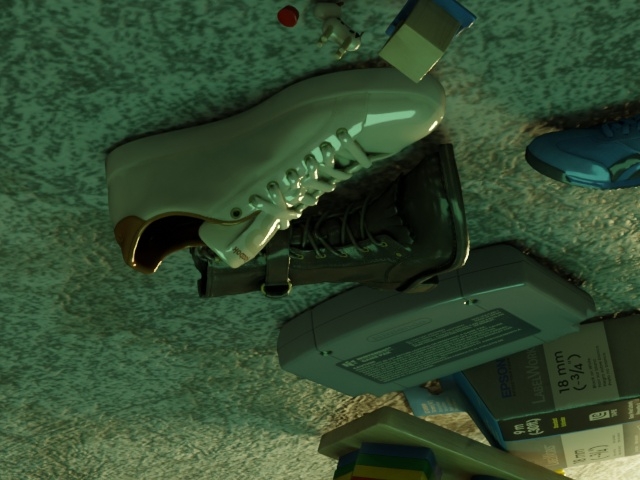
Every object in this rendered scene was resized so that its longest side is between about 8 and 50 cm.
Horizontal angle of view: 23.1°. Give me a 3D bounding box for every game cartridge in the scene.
[{"bbox_3d":[0.114,0.087,1.638,0.297,0.062,0.198,-21,148,28],"label":"game cartridge"}]

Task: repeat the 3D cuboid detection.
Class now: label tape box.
[{"bbox_3d":[0.264,0.191,1.838,0.334,0.105,0.240,-11,155,8],"label":"label tape box"}]

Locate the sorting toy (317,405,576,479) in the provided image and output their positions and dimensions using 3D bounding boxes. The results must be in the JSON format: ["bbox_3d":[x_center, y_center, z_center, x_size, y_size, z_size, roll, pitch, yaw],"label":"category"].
[{"bbox_3d":[0.141,0.306,1.915,0.257,0.089,0.255,23,160,-11],"label":"sorting toy"}]

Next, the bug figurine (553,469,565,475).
[{"bbox_3d":[0.367,0.258,2.050,0.279,0.072,0.216,-5,149,6],"label":"bug figurine"}]

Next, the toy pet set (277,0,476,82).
[{"bbox_3d":[0.051,-0.173,1.078,0.114,0.065,0.122,36,140,-7],"label":"toy pet set"}]

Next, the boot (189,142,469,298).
[{"bbox_3d":[0.000,0.000,1.371,0.229,0.091,0.263,-3,157,-11],"label":"boot"}]

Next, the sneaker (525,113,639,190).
[{"bbox_3d":[0.278,-0.087,1.311,0.209,0.069,0.082,3,122,-2],"label":"sneaker"}]

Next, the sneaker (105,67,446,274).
[{"bbox_3d":[-0.031,-0.043,1.236,0.290,0.123,0.106,-18,151,19],"label":"sneaker"}]
